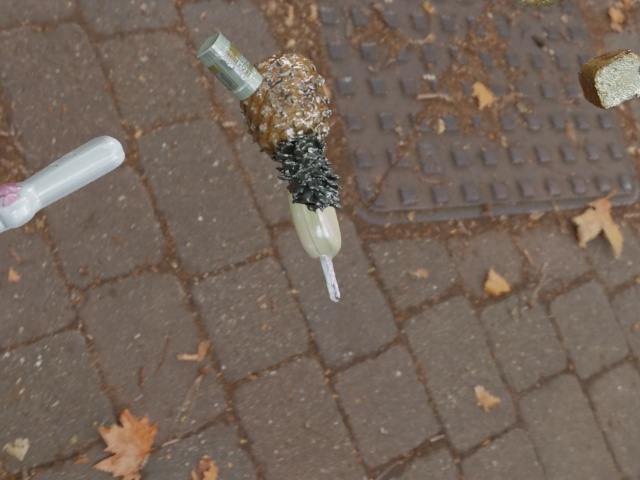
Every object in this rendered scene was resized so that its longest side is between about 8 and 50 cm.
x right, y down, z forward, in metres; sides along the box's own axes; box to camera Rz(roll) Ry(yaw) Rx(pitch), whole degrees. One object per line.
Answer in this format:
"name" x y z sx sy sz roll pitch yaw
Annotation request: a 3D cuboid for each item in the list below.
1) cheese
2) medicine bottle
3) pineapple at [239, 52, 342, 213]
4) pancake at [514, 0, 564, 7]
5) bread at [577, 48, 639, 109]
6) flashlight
"cheese" 0.000 0.000 1.572 0.137 0.064 0.228 30 42 -68
"medicine bottle" -0.119 -0.228 1.150 0.083 0.047 0.047 44 54 -27
"pineapple" -0.033 -0.160 1.425 0.157 0.158 0.279 -11 71 -32
"pancake" 0.311 -0.335 1.114 0.151 0.151 0.025 -13 83 -32
"bread" 0.442 -0.250 1.334 0.083 0.070 0.077 -25 120 0
"flashlight" -0.336 -0.075 1.096 0.200 0.093 0.048 -35 119 -25
